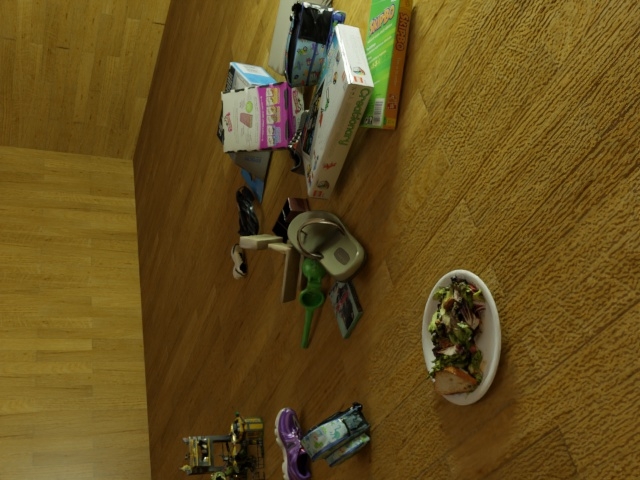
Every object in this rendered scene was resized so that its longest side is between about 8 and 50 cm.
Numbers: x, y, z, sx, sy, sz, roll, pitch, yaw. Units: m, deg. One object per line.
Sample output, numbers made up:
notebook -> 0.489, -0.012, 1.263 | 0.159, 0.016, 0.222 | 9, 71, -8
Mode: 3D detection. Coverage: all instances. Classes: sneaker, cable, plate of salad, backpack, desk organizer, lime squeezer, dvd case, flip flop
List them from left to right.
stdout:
sneaker -> -0.236, 0.059, 2.061 | 0.043, 0.040, 0.109 | -29, 62, 44
cable -> -0.215, -0.059, 1.999 | 0.184, 0.047, 0.151 | -117, 32, -48
desk organizer -> -0.072, -0.045, 1.677 | 0.130, 0.050, 0.047 | 120, 146, -45
sneaker -> -0.051, 0.457, 1.559 | 0.071, 0.068, 0.170 | -31, 66, 44
sneaker -> -0.044, -0.229, 1.626 | 0.061, 0.064, 0.158 | 162, 110, -65
lime squeezer -> -0.025, 0.095, 1.543 | 0.110, 0.058, 0.311 | -171, 85, -66
backpack -> -0.019, -0.411, 1.505 | 0.158, 0.116, 0.174 | -124, 43, -80
flip flop -> 0.000, 0.000, 1.427 | 0.112, 0.080, 0.277 | -55, 32, 6
backpack -> 0.029, 0.371, 1.301 | 0.084, 0.114, 0.105 | 59, 142, 21
dvd case -> 0.050, 0.127, 1.420 | 0.087, 0.013, 0.120 | 116, 149, -41
plate of salad -> 0.197, 0.143, 1.038 | 0.200, 0.048, 0.200 | -176, 90, -67

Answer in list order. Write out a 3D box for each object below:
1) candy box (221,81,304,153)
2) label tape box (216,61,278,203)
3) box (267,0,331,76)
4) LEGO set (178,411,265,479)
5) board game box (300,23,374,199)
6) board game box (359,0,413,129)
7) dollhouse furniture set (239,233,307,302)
candy box -> -0.143, -0.300, 1.730 | 0.233, 0.071, 0.159 | 3, 96, 41
label tape box -> -0.213, -0.306, 1.974 | 0.241, 0.105, 0.334 | -127, 46, -57
box -> -0.042, -0.526, 1.633 | 0.113, 0.094, 0.275 | -128, 46, -57
LEGO set -> -0.264, 0.623, 1.831 | 0.255, 0.192, 0.332 | 144, 126, -60
board game box -> 0.025, -0.258, 1.435 | 0.305, 0.053, 0.193 | 112, 157, -47
board game box -> 0.118, -0.341, 1.311 | 0.124, 0.039, 0.260 | -154, 67, -66
dollhouse furniture set -> -0.107, 0.061, 1.623 | 0.151, 0.144, 0.123 | 11, 98, 27
